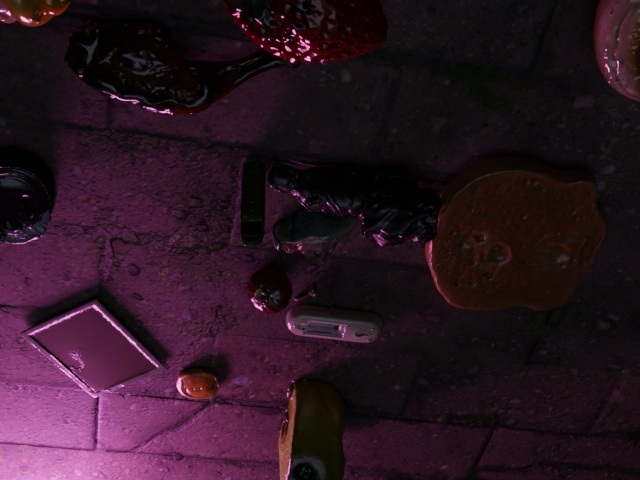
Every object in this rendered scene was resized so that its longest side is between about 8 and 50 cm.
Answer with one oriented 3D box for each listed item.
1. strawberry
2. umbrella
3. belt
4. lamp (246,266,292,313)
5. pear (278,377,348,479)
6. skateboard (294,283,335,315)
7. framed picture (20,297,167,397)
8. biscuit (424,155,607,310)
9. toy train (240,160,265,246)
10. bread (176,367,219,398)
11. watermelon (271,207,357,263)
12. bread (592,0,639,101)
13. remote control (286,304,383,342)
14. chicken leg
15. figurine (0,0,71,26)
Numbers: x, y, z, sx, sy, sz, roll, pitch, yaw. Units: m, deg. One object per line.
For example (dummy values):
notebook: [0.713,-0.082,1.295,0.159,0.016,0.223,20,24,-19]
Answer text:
strawberry: [-0.015,-0.391,1.451,0.238,0.250,0.288,-2,176,34]
umbrella: [0.065,-0.071,1.808,0.336,0.128,0.155,5,109,3]
belt: [-0.585,-0.081,1.792,0.151,0.078,0.199,2,130,-10]
lamp: [-0.107,0.105,1.971,0.101,0.090,0.101,7,107,22]
pear: [-0.012,0.494,2.212,0.163,0.255,0.238,8,126,-8]
skateboard: [-0.008,0.136,2.044,0.063,0.032,0.083,-30,125,35]
framed picture: [-0.514,0.249,2.128,0.216,0.016,0.273,-23,129,16]
biscuit: [0.394,-0.009,1.908,0.364,0.062,0.385,3,131,-5]
toy train: [-0.126,-0.073,1.731,0.044,0.209,0.042,-3,130,0]
bread: [-0.291,0.341,2.212,0.110,0.024,0.110,-1,131,-1]
watermelon: [0.000,0.000,1.900,0.187,0.071,0.139,-15,135,10]
bread: [0.593,-0.370,1.536,0.305,0.159,0.306,1,132,1]
remote control: [0.032,0.189,2.080,0.221,0.042,0.078,8,130,-9]
chicken leg: [-0.234,-0.298,1.614,0.406,0.096,0.158,2,113,-7]
figurine: [-0.504,-0.390,1.495,0.246,0.131,0.156,-18,170,12]
